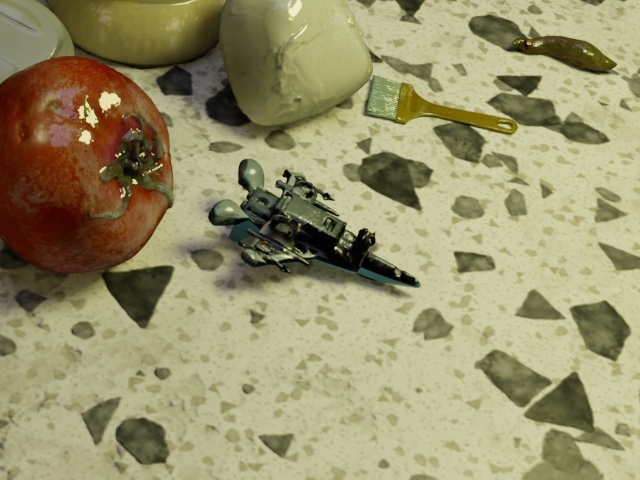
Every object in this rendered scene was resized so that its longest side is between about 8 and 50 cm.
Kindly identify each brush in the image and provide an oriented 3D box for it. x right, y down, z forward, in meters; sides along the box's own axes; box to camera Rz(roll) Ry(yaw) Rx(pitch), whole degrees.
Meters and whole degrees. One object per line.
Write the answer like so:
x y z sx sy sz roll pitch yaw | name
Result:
0.163 -0.172 1.746 0.205 0.011 0.083 13 43 -1 | brush

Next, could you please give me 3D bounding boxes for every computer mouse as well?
-0.416 -0.167 1.529 0.184 0.121 0.296 26 60 -2 | computer mouse

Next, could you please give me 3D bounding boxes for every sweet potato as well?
0.349 -0.273 1.874 0.153 0.038 0.041 14 21 4 | sweet potato

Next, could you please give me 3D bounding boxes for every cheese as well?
-0.039 -0.255 1.673 0.198 0.189 0.154 -29 25 -36 | cheese

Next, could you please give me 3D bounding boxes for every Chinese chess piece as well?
-0.239 -0.342 1.760 0.257 0.104 0.257 6 44 -6 | Chinese chess piece

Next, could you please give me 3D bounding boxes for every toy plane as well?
0.002 -0.005 1.487 0.246 0.078 0.169 21 43 8 | toy plane

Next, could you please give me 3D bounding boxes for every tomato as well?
-0.270 -0.075 1.408 0.189 0.232 0.232 4 35 35 | tomato
